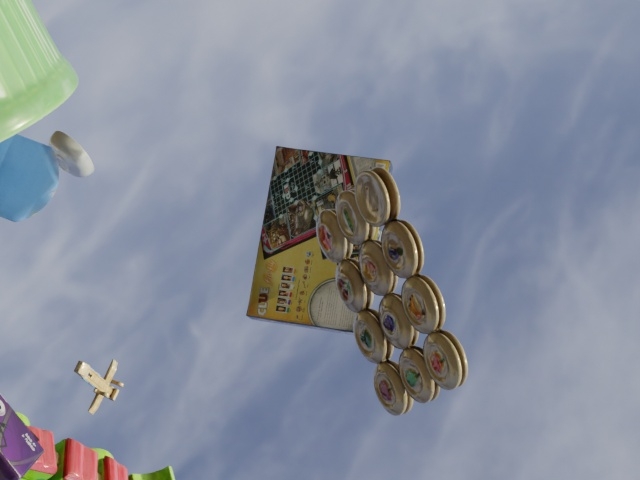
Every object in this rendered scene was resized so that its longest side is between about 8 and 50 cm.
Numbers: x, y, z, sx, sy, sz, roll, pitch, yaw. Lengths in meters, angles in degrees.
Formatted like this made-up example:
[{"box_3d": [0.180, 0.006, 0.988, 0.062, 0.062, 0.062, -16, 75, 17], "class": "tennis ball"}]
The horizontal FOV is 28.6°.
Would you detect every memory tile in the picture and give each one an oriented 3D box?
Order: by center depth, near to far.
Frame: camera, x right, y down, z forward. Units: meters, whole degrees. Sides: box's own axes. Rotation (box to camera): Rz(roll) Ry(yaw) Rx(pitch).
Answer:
[{"box_3d": [0.042, 0.035, 0.804, 0.012, 0.148, 0.113, -16, 168, -28], "class": "memory tile"}]

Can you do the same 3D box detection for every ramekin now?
[{"box_3d": [-0.424, -0.179, 1.323, 0.303, 0.148, 0.303, -17, -158, 7], "class": "ramekin"}]

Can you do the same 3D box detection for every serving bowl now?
[{"box_3d": [-0.378, -0.124, 1.877, 0.083, 0.083, 0.027, 20, -123, 43], "class": "serving bowl"}]

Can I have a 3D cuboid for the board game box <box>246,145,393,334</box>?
[{"box_3d": [0.000, 0.000, 1.733, 0.165, 0.042, 0.243, 8, -100, 10], "class": "board game box"}]

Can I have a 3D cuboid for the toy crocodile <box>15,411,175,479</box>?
[{"box_3d": [-0.316, 0.279, 1.508, 0.105, 0.340, 0.115, -35, -135, 25], "class": "toy crocodile"}]

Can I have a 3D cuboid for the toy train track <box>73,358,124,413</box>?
[{"box_3d": [-0.179, 0.116, 1.026, 0.014, 0.083, 0.048, 17, -108, 19], "class": "toy train track"}]

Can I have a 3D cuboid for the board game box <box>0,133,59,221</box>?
[{"box_3d": [-0.460, -0.092, 1.789, 0.169, 0.033, 0.133, 20, -119, -9], "class": "board game box"}]

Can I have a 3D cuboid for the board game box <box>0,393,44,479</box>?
[{"box_3d": [-0.384, 0.072, 0.920, 0.208, 0.347, 0.056, -32, -170, 21], "class": "board game box"}]
